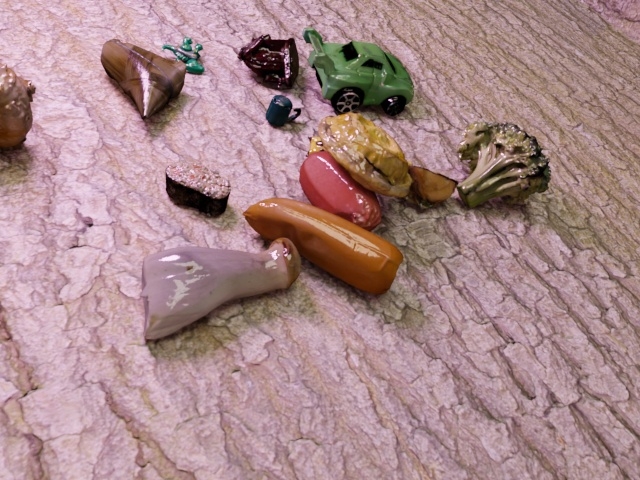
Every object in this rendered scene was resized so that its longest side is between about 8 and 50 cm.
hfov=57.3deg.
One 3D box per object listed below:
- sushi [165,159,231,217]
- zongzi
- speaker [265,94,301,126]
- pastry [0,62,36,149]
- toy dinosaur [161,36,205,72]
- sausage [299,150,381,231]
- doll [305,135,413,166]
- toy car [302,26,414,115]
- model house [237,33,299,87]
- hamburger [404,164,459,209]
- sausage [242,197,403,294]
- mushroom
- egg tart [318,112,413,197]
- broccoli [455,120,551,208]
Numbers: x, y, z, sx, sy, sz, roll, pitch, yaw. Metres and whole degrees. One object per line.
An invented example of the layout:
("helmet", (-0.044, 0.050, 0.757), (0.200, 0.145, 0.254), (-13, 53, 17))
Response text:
("sushi", (-0.273, -0.120, 1.307), (0.150, 0.078, 0.090), (25, 45, 6))
("zongzi", (-0.481, -0.397, 1.471), (0.221, 0.112, 0.242), (22, 46, -1))
("speaker", (-0.096, -0.345, 1.584), (0.094, 0.075, 0.060), (13, 45, -20))
("pastry", (-0.717, -0.301, 1.212), (0.257, 0.236, 0.121), (19, 54, -2))
("toy dinosaur", (-0.386, -0.526, 1.667), (0.132, 0.059, 0.096), (21, 50, -11))
("sausage", (0.044, -0.110, 1.367), (0.148, 0.148, 0.254), (-18, 62, -32))
("doll", (0.104, -0.208, 1.519), (0.291, 0.086, 0.117), (12, 76, -9))
("toy car", (0.112, -0.499, 1.729), (0.359, 0.176, 0.213), (-1, 50, -21))
("model house", (-0.152, -0.535, 1.728), (0.164, 0.141, 0.203), (-1, 25, 6))
("hamburger", (0.265, -0.131, 1.507), (0.176, 0.102, 0.087), (14, 8, -34))
("sausage", (0.002, -0.004, 1.258), (0.354, 0.134, 0.116), (27, 70, 4))
("mushroom", (-0.193, 0.080, 1.140), (0.329, 0.122, 0.159), (-10, 89, -26))
("egg tart", (0.116, -0.211, 1.356), (0.279, 0.095, 0.279), (32, 28, -19))
("broccoli", (0.467, -0.188, 1.549), (0.243, 0.247, 0.263), (-36, 106, -6))
